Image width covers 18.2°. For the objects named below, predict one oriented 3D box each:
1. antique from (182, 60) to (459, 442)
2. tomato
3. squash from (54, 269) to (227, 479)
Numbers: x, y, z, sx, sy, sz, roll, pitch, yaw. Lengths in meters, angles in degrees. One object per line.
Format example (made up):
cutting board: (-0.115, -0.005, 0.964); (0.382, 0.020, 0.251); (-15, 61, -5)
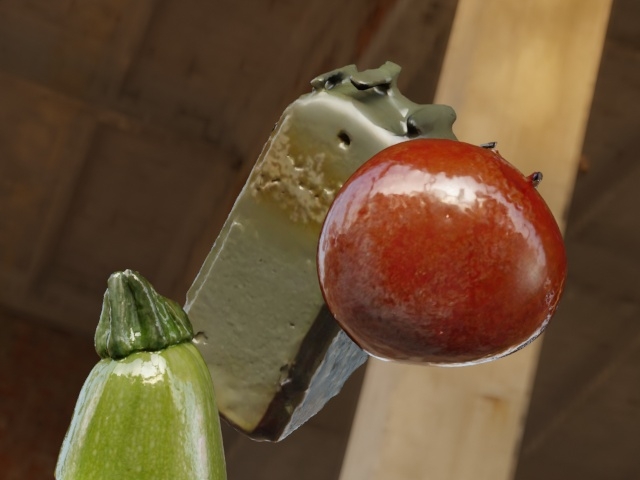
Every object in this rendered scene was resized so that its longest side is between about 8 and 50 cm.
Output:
antique: (0.000, 0.000, 1.523); (0.125, 0.150, 0.284); (35, -62, 15)
tomato: (0.076, 0.013, 1.308); (0.167, 0.167, 0.167); (12, -28, 6)
squash: (-0.098, 0.082, 1.164); (0.105, 0.132, 0.105); (6, 4, 0)
